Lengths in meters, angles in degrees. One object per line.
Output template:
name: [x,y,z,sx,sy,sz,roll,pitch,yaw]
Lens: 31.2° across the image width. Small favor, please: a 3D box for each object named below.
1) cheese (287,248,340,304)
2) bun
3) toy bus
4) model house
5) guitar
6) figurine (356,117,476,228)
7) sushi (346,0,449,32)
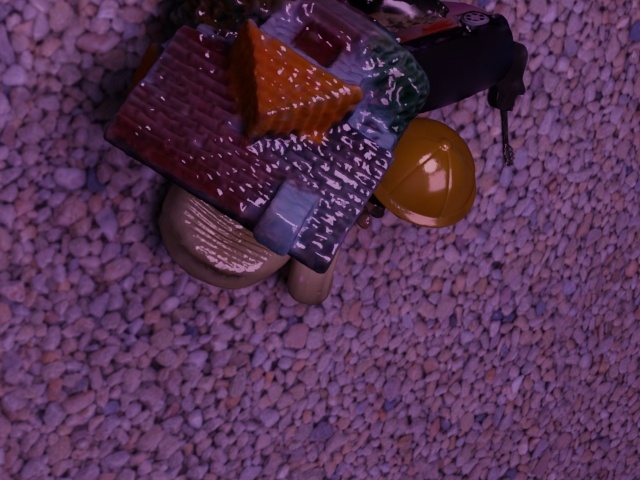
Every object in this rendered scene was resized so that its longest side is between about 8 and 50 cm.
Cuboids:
cheese: [-0.005,0.017,1.755,0.071,0.249,0.163,16,86,2]
bun: [-0.133,-0.032,1.688,0.222,0.127,0.222,1,86,-19]
toy bus: [0.145,-0.277,1.754,0.303,0.147,0.127,-24,131,-29]
model house: [-0.090,-0.139,1.421,0.360,0.339,0.297,32,121,-2]
guitar: [0.325,-0.234,1.994,0.088,0.025,0.233,-26,124,-27]
figurine: [0.122,-0.103,1.753,0.192,0.257,0.167,-30,107,-29]
sushi: [0.064,-0.389,1.590,0.225,0.238,0.218,-11,108,-32]
